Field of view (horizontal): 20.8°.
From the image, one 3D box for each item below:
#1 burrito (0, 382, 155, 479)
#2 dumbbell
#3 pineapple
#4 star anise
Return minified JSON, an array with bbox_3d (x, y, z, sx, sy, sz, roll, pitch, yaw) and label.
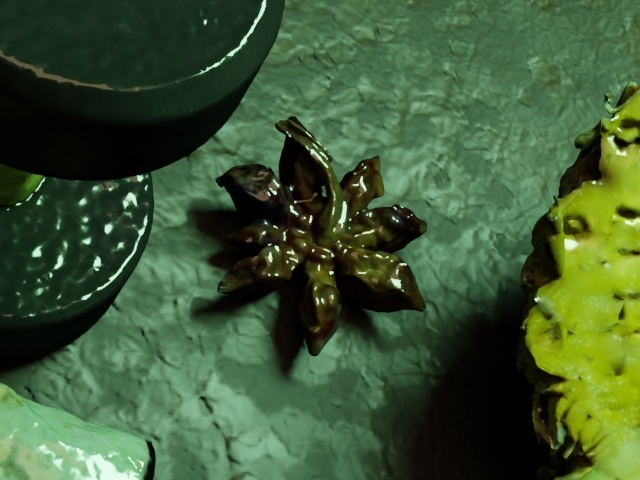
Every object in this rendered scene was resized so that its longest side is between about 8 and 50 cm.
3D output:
[{"bbox_3d":[-0.211,0.133,0.971,0.229,0.089,0.144,25,43,-11],"label":"burrito"},{"bbox_3d":[-0.162,-0.079,0.956,0.204,0.322,0.203,10,61,-18],"label":"dumbbell"},{"bbox_3d":[0.209,0.088,1.150,0.344,0.209,0.286,41,91,-13],"label":"pineapple"},{"bbox_3d":[-0.001,0.000,1.149,0.168,0.057,0.168,8,71,-23],"label":"star anise"}]
